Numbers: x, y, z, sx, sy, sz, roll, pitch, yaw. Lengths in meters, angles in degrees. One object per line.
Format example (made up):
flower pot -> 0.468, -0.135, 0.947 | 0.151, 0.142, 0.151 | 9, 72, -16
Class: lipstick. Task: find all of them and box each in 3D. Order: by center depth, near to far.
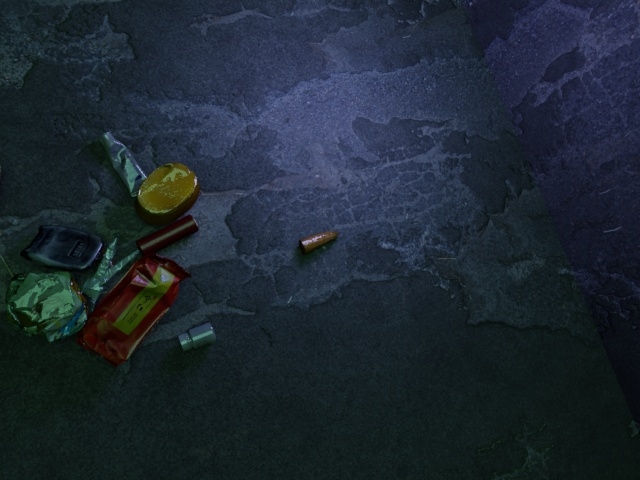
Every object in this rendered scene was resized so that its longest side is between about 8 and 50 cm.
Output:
lipstick -> -0.603, -0.019, 1.815 | 0.241, 0.080, 0.080 | -31, 90, -21

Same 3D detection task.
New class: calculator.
calculator -> -0.919, 0.028, 1.653 | 0.268, 0.040, 0.177 | 14, 53, -3

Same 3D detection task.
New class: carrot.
carrot -> 0.000, 0.000, 2.023 | 0.205, 0.072, 0.072 | -20, 86, -27

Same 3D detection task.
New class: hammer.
hammer -> -1.134, 0.065, 1.655 | 0.060, 0.028, 0.195 | -32, 93, -28

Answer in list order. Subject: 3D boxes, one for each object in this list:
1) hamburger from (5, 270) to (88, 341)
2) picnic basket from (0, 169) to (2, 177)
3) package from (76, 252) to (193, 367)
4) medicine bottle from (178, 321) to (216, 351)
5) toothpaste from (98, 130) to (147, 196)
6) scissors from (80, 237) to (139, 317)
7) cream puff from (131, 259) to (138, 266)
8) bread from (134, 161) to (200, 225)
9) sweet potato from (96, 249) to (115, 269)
hamburger -> -0.962, 0.224, 1.578 | 0.276, 0.150, 0.260 | -10, 86, -8
picnic basket -> -1.282, -0.224, 1.601 | 0.266, 0.139, 0.165 | 8, 77, -16
package -> -0.678, 0.241, 1.682 | 0.196, 0.123, 0.423 | 45, 71, -32
medicine bottle -> -0.476, 0.375, 1.774 | 0.130, 0.080, 0.080 | -18, 85, -20
toothpaste -> -0.783, -0.306, 1.834 | 0.096, 0.061, 0.266 | -36, 98, -23
scissors -> -0.824, 0.167, 1.694 | 0.256, 0.029, 0.383 | 38, 81, -8
cream puff -> -0.687, 0.114, 1.769 | 0.083, 0.058, 0.083 | 6, 79, -18
bread -> -0.603, -0.184, 1.814 | 0.195, 0.142, 0.270 | 43, 68, -3
sweet potato -> -0.878, 0.035, 1.726 | 0.255, 0.058, 0.078 | 26, 93, -7
